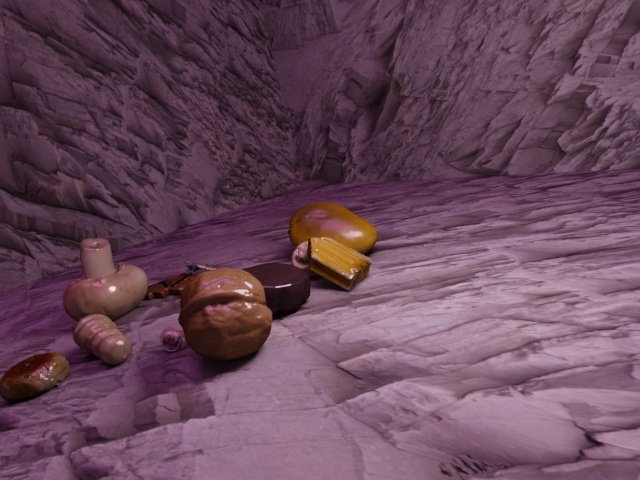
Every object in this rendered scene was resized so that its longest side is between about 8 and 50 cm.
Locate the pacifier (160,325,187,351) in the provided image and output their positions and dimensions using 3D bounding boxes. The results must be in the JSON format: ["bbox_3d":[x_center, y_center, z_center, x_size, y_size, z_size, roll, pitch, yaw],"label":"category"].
[{"bbox_3d":[-0.491,0.337,1.598,0.099,0.082,0.078,14,-13,10],"label":"pacifier"}]

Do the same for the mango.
[{"bbox_3d":[0.057,-0.035,2.130,0.445,0.221,0.301,12,45,31],"label":"mango"}]

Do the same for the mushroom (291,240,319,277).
[{"bbox_3d":[-0.046,0.076,1.957,0.166,0.166,0.127,-5,-23,30],"label":"mushroom"}]

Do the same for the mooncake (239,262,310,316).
[{"bbox_3d":[-0.176,0.182,1.716,0.283,0.141,0.283,-3,17,1],"label":"mooncake"}]

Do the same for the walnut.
[{"bbox_3d":[-0.294,0.223,1.445,0.285,0.285,0.296,-15,52,-5],"label":"walnut"}]

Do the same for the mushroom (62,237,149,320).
[{"bbox_3d":[-0.921,0.200,2.043,0.353,0.353,0.325,-22,48,-28],"label":"mushroom"}]

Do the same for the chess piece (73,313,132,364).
[{"bbox_3d":[-0.744,0.352,1.634,0.142,0.143,0.260,-25,25,-37],"label":"chess piece"}]

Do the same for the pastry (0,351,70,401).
[{"bbox_3d":[-0.930,0.438,1.532,0.192,0.093,0.182,-10,18,9],"label":"pastry"}]

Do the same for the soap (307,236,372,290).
[{"bbox_3d":[0.049,0.075,1.810,0.257,0.080,0.160,28,38,25],"label":"soap"}]

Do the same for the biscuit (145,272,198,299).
[{"bbox_3d":[-0.729,0.218,2.242,0.301,0.043,0.278,-17,15,-13],"label":"biscuit"}]

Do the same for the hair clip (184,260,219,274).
[{"bbox_3d":[-0.585,0.134,2.334,0.146,0.056,0.187,11,8,38],"label":"hair clip"}]
